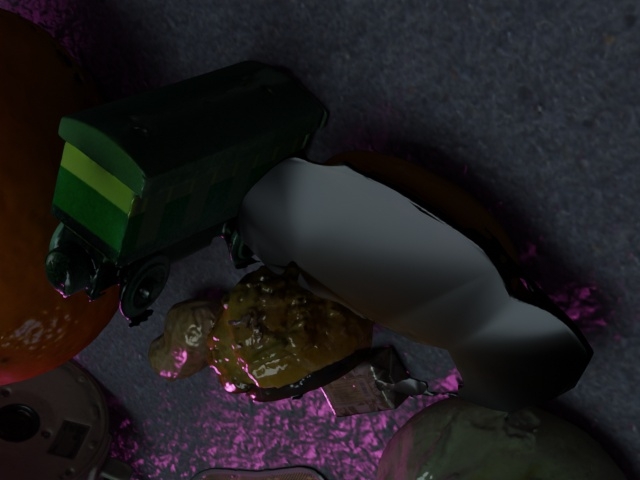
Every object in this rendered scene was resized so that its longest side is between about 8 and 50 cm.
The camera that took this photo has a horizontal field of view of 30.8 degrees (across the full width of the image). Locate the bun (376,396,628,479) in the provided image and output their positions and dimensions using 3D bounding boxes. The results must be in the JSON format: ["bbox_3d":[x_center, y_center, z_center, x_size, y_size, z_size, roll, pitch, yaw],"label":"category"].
[{"bbox_3d":[0.168,0.294,1.133,0.283,0.179,0.283,22,131,28],"label":"bun"}]

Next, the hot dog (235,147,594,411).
[{"bbox_3d":[0.092,0.026,1.077,0.326,0.107,0.194,44,126,2],"label":"hot dog"}]

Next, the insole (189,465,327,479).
[{"bbox_3d":[-0.087,0.341,1.525,0.322,0.007,0.109,-19,103,48],"label":"insole"}]

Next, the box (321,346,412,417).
[{"bbox_3d":[0.047,0.154,1.251,0.098,0.045,0.062,-14,106,47],"label":"box"}]

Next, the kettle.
[{"bbox_3d":[-0.404,0.377,1.702,0.361,0.250,0.376,17,135,-3],"label":"kettle"}]

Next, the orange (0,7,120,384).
[{"bbox_3d":[-0.366,-0.054,1.242,0.423,0.326,0.424,63,-179,-3],"label":"orange"}]

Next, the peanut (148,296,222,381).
[{"bbox_3d":[-0.160,0.117,1.394,0.080,0.080,0.174,50,140,5],"label":"peanut"}]

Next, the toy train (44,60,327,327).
[{"bbox_3d":[-0.134,-0.050,1.101,0.120,0.301,0.202,35,126,21],"label":"toy train"}]

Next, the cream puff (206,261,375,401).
[{"bbox_3d":[-0.036,0.084,1.177,0.189,0.189,0.129,-17,98,47],"label":"cream puff"}]
